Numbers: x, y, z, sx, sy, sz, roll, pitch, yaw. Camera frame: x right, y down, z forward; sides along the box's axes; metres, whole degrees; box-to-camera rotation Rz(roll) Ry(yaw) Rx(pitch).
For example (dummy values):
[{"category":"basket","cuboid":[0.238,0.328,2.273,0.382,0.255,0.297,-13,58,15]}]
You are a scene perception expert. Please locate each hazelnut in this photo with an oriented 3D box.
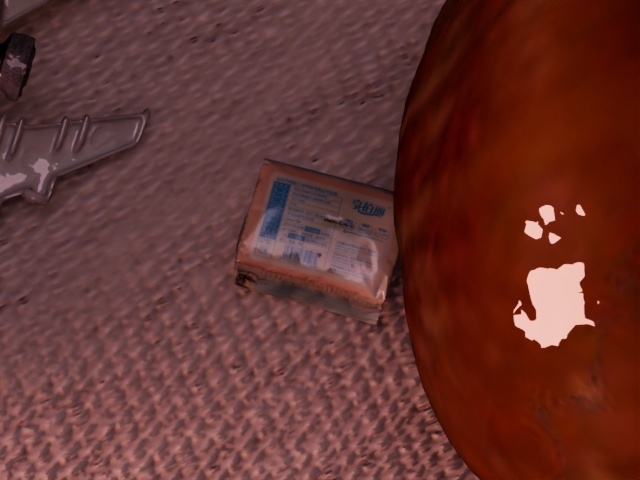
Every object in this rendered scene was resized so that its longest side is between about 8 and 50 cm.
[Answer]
[{"category":"hazelnut","cuboid":[0.238,-0.036,0.905,0.402,0.402,0.429,2,60,-1]}]

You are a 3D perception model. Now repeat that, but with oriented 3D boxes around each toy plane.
[{"category":"toy plane","cuboid":[-0.233,-0.068,1.023,0.251,0.101,0.255,18,77,-10]}]

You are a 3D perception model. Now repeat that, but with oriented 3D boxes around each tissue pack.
[{"category":"tissue pack","cuboid":[0.000,0.000,1.036,0.094,0.059,0.074,16,75,1]}]
